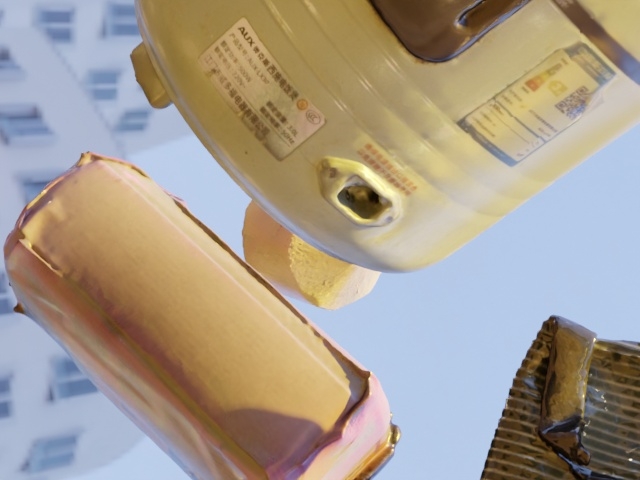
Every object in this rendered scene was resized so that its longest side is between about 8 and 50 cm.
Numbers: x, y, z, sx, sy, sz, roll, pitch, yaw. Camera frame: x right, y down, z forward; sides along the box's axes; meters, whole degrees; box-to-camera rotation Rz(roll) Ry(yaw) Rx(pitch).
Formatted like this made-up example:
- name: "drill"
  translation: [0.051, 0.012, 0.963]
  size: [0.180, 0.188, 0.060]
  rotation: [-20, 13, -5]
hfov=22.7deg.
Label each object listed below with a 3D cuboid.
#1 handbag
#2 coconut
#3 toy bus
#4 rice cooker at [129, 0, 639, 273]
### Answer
- name: "handbag"
  translation: [0.259, 0.189, 1.081]
  size: [0.341, 0.247, 0.240]
  rotation: [8, -93, 23]
- name: "coconut"
  translation: [0.000, 0.000, 1.818]
  size: [0.153, 0.147, 0.147]
  rotation: [13, -76, 49]
- name: "toy bus"
  translation: [-0.113, 0.075, 1.378]
  size: [0.386, 0.171, 0.162]
  rotation: [40, -24, 20]
- name: "rice cooker"
  translation: [0.053, -0.122, 0.699]
  size: [0.244, 0.226, 0.226]
  rotation: [-34, -110, 23]
